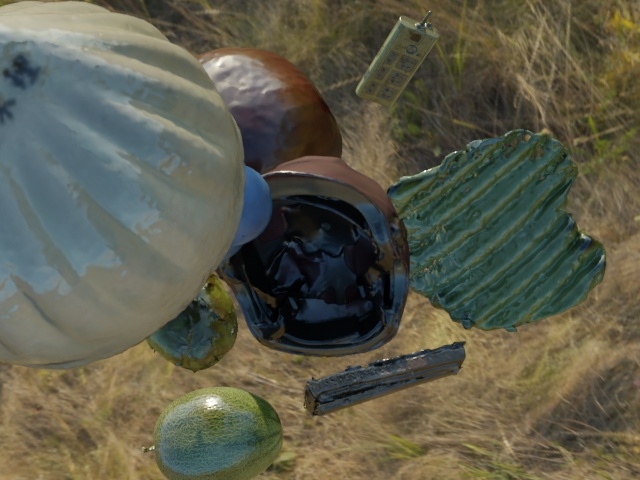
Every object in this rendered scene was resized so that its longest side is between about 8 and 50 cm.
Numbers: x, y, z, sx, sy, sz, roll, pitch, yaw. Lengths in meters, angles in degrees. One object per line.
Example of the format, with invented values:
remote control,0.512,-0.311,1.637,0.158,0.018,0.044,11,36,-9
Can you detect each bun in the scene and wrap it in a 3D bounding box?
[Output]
bun,-0.191,-0.060,0.548,0.263,0.175,0.263,-4,70,11

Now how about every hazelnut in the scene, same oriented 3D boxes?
hazelnut,-0.176,-0.210,1.733,0.421,0.420,0.353,49,127,31

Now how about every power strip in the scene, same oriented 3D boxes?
power strip,0.167,-0.385,1.796,0.268,0.092,0.034,126,155,-48

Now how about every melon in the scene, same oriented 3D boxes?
melon,-0.146,0.267,1.144,0.192,0.139,0.139,-10,67,4

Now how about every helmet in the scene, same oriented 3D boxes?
helmet,0.000,0.000,1.222,0.270,0.338,0.197,-8,33,18

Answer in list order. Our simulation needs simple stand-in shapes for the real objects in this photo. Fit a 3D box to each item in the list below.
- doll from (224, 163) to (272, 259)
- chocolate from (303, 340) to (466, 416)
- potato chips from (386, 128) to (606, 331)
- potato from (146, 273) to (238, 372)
doll,-0.179,-0.055,0.910,0.199,0.145,0.363,-21,24,-24
chocolate,0.127,0.264,1.606,0.329,0.102,0.065,-13,58,-15
potato chips,0.327,-0.010,1.623,0.389,0.097,0.373,-19,101,9
potato,-0.186,0.060,1.047,0.117,0.090,0.225,-29,71,-22
